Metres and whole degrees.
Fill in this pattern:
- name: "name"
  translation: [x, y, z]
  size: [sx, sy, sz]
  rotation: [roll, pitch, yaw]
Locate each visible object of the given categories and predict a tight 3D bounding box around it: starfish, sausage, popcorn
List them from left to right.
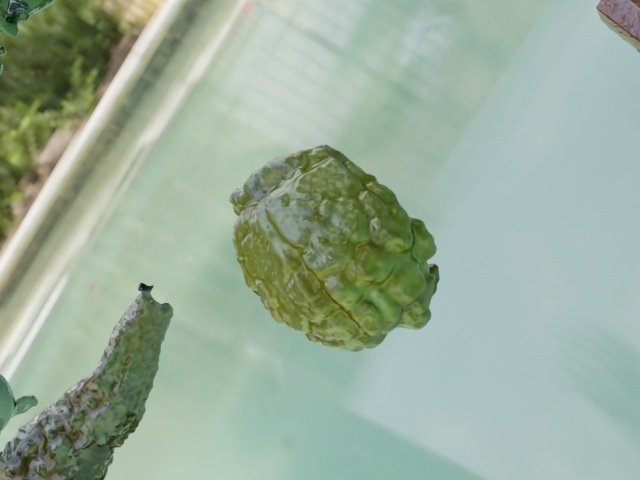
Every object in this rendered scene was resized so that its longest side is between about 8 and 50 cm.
- name: "starfish"
  translation: [-0.234, 0.194, 1.239]
  size: [0.324, 0.432, 0.082]
  rotation: [-22, 41, 2]
- name: "popcorn"
  translation: [0.000, 0.000, 1.691]
  size: [0.174, 0.225, 0.286]
  rotation: [-38, 34, -20]
- name: "sausage"
  translation: [0.411, -0.247, 1.816]
  size: [0.169, 0.065, 0.065]
  rotation: [47, 112, 33]

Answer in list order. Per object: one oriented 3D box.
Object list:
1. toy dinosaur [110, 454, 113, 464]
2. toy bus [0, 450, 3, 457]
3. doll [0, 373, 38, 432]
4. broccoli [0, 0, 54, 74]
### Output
- name: "toy dinosaur"
  translation: [-0.337, 0.467, 2.011]
  size: [0.383, 0.129, 0.331]
  rotation: [-36, 34, -2]
- name: "toy bus"
  translation: [-0.509, 0.400, 2.362]
  size: [0.108, 0.096, 0.199]
  rotation: [-39, 6, -21]
- name: "doll"
  translation: [-0.476, 0.197, 1.820]
  size: [0.155, 0.275, 0.113]
  rotation: [-36, 44, 33]
- name: "broccoli"
  translation: [-0.285, -0.180, 1.009]
  size: [0.177, 0.198, 0.275]
  rotation: [-53, 12, 31]
